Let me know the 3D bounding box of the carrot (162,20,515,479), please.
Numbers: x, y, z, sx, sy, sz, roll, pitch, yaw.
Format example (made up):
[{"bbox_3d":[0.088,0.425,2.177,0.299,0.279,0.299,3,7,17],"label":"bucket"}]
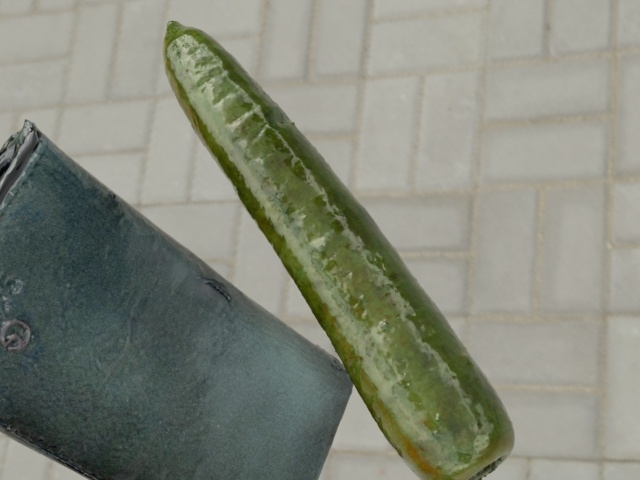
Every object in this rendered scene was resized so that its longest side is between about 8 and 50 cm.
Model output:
[{"bbox_3d":[0.000,0.000,0.768,0.074,0.074,0.358,-38,77,11],"label":"carrot"}]

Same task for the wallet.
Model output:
[{"bbox_3d":[-0.121,0.096,0.883,0.046,0.379,0.190,8,66,47],"label":"wallet"}]
